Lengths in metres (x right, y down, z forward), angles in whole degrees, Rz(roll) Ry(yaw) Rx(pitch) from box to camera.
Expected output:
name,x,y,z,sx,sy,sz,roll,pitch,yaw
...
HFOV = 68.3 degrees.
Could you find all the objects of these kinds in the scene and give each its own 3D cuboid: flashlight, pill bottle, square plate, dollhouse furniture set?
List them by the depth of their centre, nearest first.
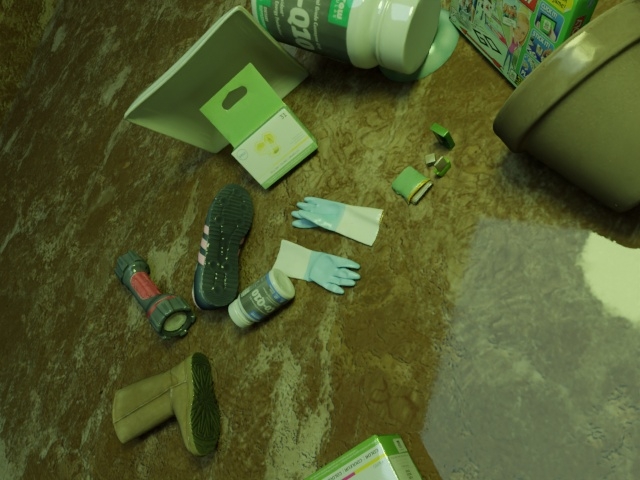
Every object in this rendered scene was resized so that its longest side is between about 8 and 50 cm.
name,x,y,z,sx,sy,sz,roll,pitch,yaw
dollhouse furniture set,0.202,-0.151,0.935,0.152,0.058,0.076,-50,54,7
pill bottle,0.052,-0.485,0.991,0.361,0.204,0.204,26,87,22
pill bottle,-0.130,0.129,1.030,0.137,0.078,0.078,-37,57,17
square plate,-0.232,-0.359,1.113,0.347,0.344,0.049,-35,75,17
flashlight,-0.436,0.128,1.215,0.103,0.103,0.304,-38,51,-17

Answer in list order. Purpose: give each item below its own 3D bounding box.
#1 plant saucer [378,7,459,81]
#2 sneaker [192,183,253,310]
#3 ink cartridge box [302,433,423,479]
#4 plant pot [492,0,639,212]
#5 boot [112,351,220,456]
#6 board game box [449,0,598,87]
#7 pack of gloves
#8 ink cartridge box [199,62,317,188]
name,x,y,z,sx,sy,sz,roll,pitch,yaw
plant saucer,0.209,-0.450,1.056,0.195,0.037,0.195,-12,67,29
sneaker,-0.248,0.015,1.137,0.131,0.112,0.319,-31,43,52
ink cartridge box,0.096,0.472,0.748,0.189,0.097,0.255,-39,55,15
plant pot,0.438,-0.174,0.702,0.263,0.263,0.229,-39,74,14
boot,-0.358,0.405,1.074,0.269,0.089,0.236,-30,49,20
board game box,0.344,-0.423,0.854,0.046,0.213,0.317,-22,58,-6
pack of gloves,0.000,0.000,1.016,0.232,0.046,0.195,14,79,35
ink cartridge box,-0.144,-0.259,1.096,0.171,0.235,0.056,-36,26,17
